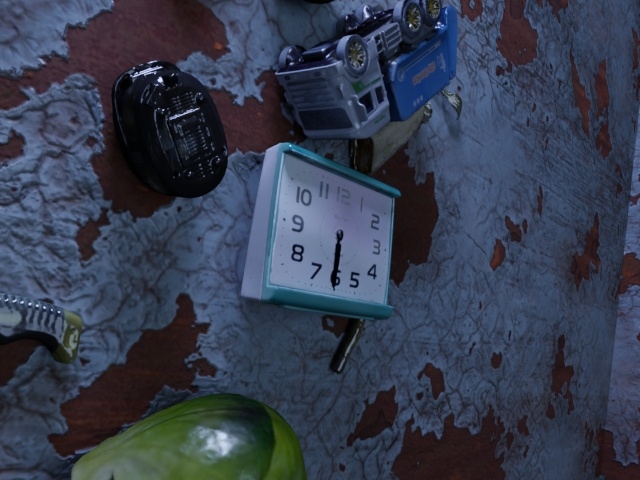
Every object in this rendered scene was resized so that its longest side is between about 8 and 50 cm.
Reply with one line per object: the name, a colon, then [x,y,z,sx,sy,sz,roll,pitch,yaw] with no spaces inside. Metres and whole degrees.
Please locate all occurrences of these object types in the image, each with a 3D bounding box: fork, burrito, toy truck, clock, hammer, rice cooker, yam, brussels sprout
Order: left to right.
hammer: [-0.355,0.077,0.533,0.227,0.041,0.158,18,81,-42]
rice cooker: [-0.180,-0.130,0.649,0.112,0.106,0.165,-35,126,-33]
brussels sprout: [-0.145,0.293,0.634,0.272,0.219,0.210,-2,103,-24]
clock: [0.000,0.000,0.833,0.262,0.116,0.231,15,76,-45]
yam: [0.075,0.129,0.961,0.029,0.027,0.234,48,60,-46]
toy truck: [0.097,-0.293,0.881,0.367,0.146,0.175,-42,123,-35]
burrito: [0.128,-0.197,0.971,0.226,0.060,0.086,-41,126,-36]
fork: [0.241,-0.323,1.098,0.219,0.028,0.034,36,71,-39]

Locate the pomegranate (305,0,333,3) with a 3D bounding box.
pomegranate: [-0.006,-0.454,0.785,0.152,0.131,0.191,-45,114,-29]
